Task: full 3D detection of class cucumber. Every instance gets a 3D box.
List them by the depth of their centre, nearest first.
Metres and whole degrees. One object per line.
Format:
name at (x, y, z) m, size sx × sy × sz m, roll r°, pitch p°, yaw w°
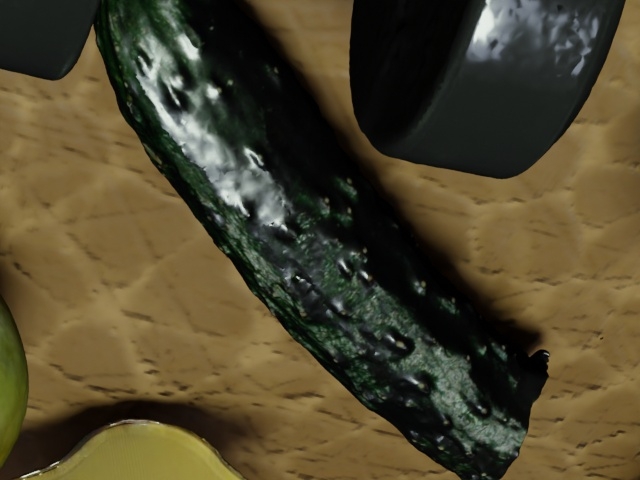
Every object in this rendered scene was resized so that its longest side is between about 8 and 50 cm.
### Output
cucumber at (0.000, 0.000, 0.820) m, size 0.072 × 0.081 × 0.303 m, roll 0°, pitch 145°, yaw 44°

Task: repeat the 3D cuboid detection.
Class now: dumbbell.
dumbbell at (-0.018, -0.113, 0.660) m, size 0.218 × 0.152 × 0.152 m, roll 12°, pitch 131°, yaw -14°

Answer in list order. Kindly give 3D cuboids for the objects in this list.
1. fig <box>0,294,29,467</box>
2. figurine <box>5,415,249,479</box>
fig at (-0.195, 0.059, 0.833) m, size 0.153 × 0.121 × 0.136 m, roll -21°, pitch 146°, yaw 37°
figurine at (-0.069, 0.229, 0.965) m, size 0.208 × 0.181 × 0.257 m, roll -31°, pitch 149°, yaw -18°
